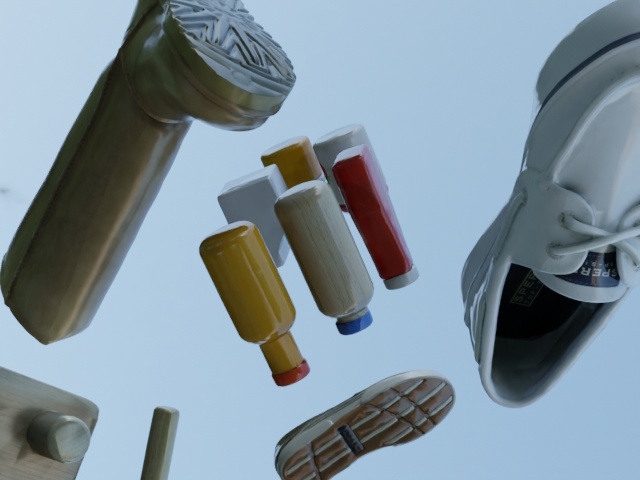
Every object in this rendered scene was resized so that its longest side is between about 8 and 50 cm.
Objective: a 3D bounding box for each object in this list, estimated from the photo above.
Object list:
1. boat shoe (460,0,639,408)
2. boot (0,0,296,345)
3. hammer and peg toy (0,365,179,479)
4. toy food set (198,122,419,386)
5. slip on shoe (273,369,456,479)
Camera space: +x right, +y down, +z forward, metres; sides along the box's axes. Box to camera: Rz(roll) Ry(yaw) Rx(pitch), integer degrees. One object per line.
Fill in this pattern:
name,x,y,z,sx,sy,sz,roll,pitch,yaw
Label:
boat shoe,0.137,-0.007,0.743,0.258,0.095,0.084,103,-8,-50
boot,-0.126,-0.039,1.001,0.269,0.089,0.236,-59,-158,18
hammer and peg toy,-0.278,0.216,1.153,0.127,0.361,0.265,-2,-113,62
toy food set,0.000,0.000,0.998,0.111,0.232,0.104,-21,-75,11
slip on shoe,0.029,0.128,1.035,0.051,0.135,0.041,59,-3,-22
